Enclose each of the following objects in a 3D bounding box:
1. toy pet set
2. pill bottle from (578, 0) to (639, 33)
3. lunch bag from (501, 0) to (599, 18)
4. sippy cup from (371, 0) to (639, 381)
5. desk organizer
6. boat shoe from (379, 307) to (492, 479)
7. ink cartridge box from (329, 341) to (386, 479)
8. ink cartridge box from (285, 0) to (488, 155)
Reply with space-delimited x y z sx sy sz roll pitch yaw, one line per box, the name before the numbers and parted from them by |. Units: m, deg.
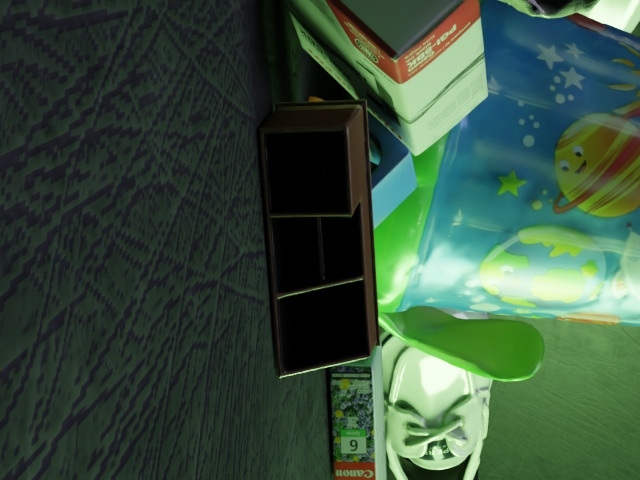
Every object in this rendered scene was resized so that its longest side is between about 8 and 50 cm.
toy pet set | 0.022 -0.031 0.836 0.114 0.065 0.122 70 20 -65
pill bottle | 0.155 -0.332 1.248 0.224 0.224 0.392 80 12 -46
lunch bag | 0.088 -0.270 0.758 0.235 0.169 0.287 -132 -141 -58
sippy cup | 0.148 -0.047 0.967 0.305 0.224 0.240 101 2 -75
desk organizer | 0.000 0.000 0.745 0.050 0.047 0.130 -61 148 -70
boat shoe | 0.089 0.138 1.201 0.267 0.096 0.088 91 -2 -56
ink cartridge box | 0.024 0.125 0.953 0.063 0.029 0.115 -57 146 -76
ink cartridge box | 0.031 -0.112 0.771 0.099 0.056 0.135 45 -6 18
